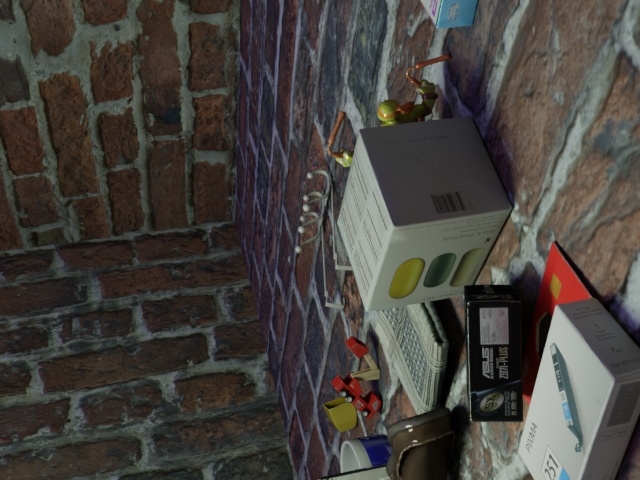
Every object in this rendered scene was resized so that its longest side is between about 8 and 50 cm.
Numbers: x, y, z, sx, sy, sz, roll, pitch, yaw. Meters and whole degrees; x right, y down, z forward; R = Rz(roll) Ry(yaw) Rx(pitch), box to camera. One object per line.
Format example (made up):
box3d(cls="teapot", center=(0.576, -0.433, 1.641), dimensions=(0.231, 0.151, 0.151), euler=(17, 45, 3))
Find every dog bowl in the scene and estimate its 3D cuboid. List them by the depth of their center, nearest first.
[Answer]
box3d(cls="dog bowl", center=(0.135, 0.632, 2.124), dimensions=(0.265, 0.104, 0.265), euler=(172, 90, -76))

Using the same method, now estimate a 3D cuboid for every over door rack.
box3d(cls="over door rack", center=(0.000, 0.000, 2.324), dimensions=(0.240, 0.108, 0.324), euler=(102, 156, -58))

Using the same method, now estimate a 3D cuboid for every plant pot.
box3d(cls="plant pot", center=(0.063, 0.507, 2.420), dimensions=(0.081, 0.081, 0.083), euler=(-179, 71, -77))

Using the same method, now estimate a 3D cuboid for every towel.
box3d(cls="towel", center=(0.174, 0.176, 1.718), dimensions=(0.312, 0.056, 0.324), euler=(88, 166, -50))

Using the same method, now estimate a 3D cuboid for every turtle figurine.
box3d(cls="turtle figurine", center=(0.149, -0.184, 1.460), dimensions=(0.087, 0.269, 0.217), euler=(43, 170, 38))

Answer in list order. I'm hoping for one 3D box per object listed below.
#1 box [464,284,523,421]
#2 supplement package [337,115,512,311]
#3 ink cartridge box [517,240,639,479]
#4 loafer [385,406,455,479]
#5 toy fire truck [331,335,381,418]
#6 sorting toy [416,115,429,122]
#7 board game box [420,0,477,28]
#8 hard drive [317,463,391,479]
box3d(cls="box", center=(0.259, 0.166, 1.260), dimensions=(0.147, 0.077, 0.180), euler=(-40, -52, -79))
box3d(cls="supplement package", center=(0.162, -0.040, 1.404), dimensions=(0.263, 0.199, 0.198), euler=(102, 156, -55))
box3d(cls="ink cartridge box", center=(0.326, 0.195, 1.147), dimensions=(0.261, 0.066, 0.296), euler=(-115, 21, -50))
box3d(cls="loafer", center=(0.214, 0.446, 1.672), dimensions=(0.366, 0.133, 0.130), euler=(84, 167, -57))
box3d(cls="toy fire truck", center=(0.103, 0.348, 2.107), dimensions=(0.192, 0.135, 0.047), euler=(45, 180, -22))
box3d(cls="sorting toy", center=(0.179, -0.207, 1.581), dimensions=(0.102, 0.042, 0.061), euler=(-114, 21, -49))
box3d(cls="board game box", center=(0.181, -0.530, 1.334), dimensions=(0.242, 0.064, 0.317), euler=(97, 160, -48))
box3d(cls="hard drive", center=(0.137, 0.677, 1.857), dimensions=(0.064, 0.236, 0.339), euler=(134, 127, -73))
